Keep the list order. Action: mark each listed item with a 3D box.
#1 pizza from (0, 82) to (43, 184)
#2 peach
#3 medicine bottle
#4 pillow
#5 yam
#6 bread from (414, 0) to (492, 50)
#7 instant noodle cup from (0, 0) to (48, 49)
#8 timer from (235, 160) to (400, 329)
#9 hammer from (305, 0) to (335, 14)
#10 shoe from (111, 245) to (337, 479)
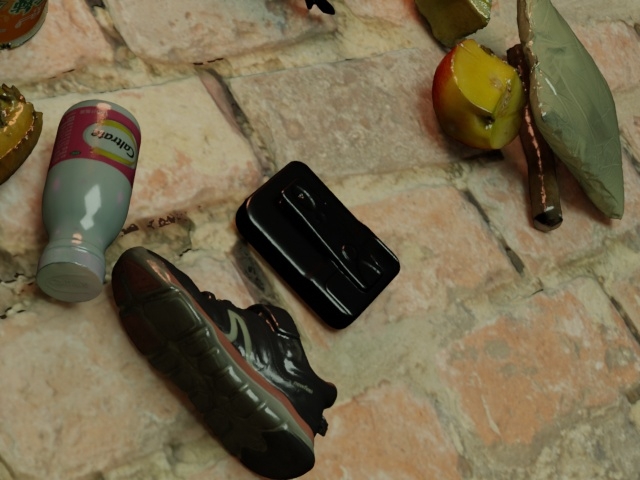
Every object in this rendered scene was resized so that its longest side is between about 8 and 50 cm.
[{"bbox_3d":[-0.403,-0.141,1.427,0.251,0.074,0.287,-5,65,-44],"label":"pizza"},{"bbox_3d":[0.206,-0.195,1.928,0.151,0.118,0.151,-3,94,-53],"label":"peach"},{"bbox_3d":[-0.241,-0.041,1.464,0.090,0.090,0.216,24,47,-23],"label":"medicine bottle"},{"bbox_3d":[0.354,-0.200,2.033,0.274,0.076,0.280,42,37,-43],"label":"pillow"},{"bbox_3d":[0.305,-0.156,2.031,0.045,0.045,0.326,-2,54,-2],"label":"yam"},{"bbox_3d":[0.184,-0.359,2.043,0.110,0.103,0.156,31,38,-24],"label":"bread"},{"bbox_3d":[-0.366,-0.348,1.531,0.230,0.182,0.230,21,47,-25],"label":"instant noodle cup"},{"bbox_3d":[0.000,0.000,1.655,0.187,0.055,0.144,46,43,0],"label":"timer"},{"bbox_3d":[0.071,-0.443,2.011,0.044,0.152,0.427,14,31,20],"label":"hammer"},{"bbox_3d":[-0.088,0.105,1.458,0.291,0.114,0.137,48,47,-3],"label":"shoe"}]
